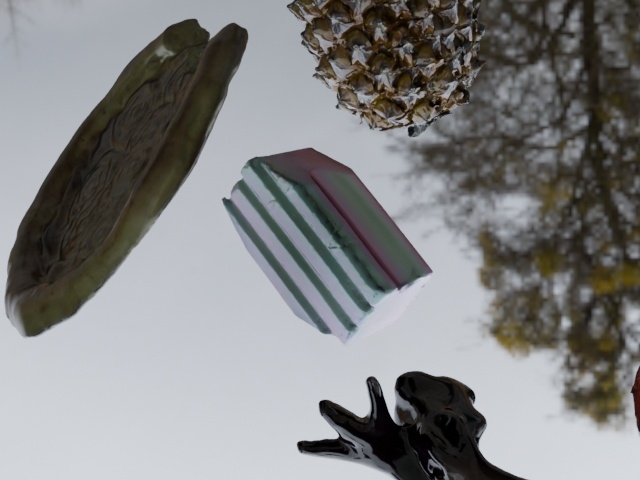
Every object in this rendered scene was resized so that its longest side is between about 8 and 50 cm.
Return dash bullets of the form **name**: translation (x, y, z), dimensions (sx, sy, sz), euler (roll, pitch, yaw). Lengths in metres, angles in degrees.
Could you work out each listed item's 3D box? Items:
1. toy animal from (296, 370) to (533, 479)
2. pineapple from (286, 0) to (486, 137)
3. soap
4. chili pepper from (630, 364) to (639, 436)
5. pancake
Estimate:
- **toy animal**: translation (0.076, 0.158, 0.549), dimensions (0.195, 0.090, 0.324), euler (24, -166, -3)
- **pineapple**: translation (0.016, -0.141, 0.554), dimensions (0.083, 0.221, 0.103), euler (-5, -146, 26)
- **soap**: translation (0.000, 0.000, 0.910), dimensions (0.056, 0.100, 0.149), euler (-23, -113, -39)
- **chili pepper**: translation (0.271, 0.147, 0.828), dimensions (0.084, 0.192, 0.086), euler (-8, -133, 50)
- **pancake**: translation (-0.114, -0.040, 0.723), dimensions (0.029, 0.212, 0.235), euler (36, 172, -22)
